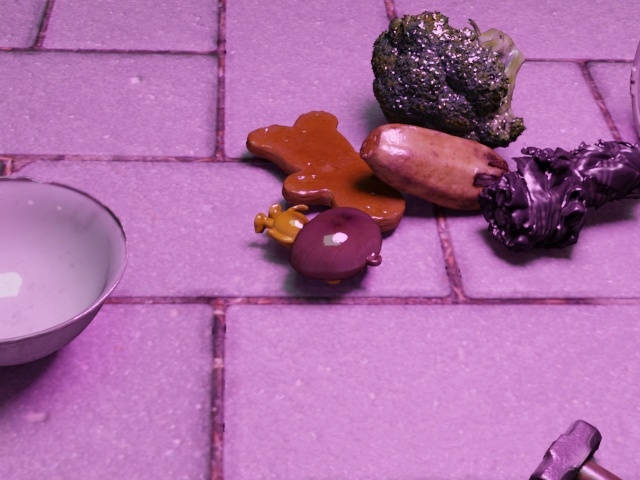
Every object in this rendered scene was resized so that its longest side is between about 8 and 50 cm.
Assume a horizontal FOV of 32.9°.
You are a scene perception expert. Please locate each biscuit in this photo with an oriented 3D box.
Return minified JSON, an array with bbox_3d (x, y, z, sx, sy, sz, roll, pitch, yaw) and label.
[{"bbox_3d":[0.017,-0.101,1.670,0.196,0.049,0.301,-21,45,-29],"label":"biscuit"}]

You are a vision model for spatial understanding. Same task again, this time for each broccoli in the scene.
[{"bbox_3d":[0.204,-0.255,1.721,0.241,0.261,0.269,-35,16,-13],"label":"broccoli"}]

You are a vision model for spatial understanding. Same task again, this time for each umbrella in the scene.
[{"bbox_3d":[0.397,-0.074,1.604,0.336,0.128,0.154,-9,78,-22],"label":"umbrella"}]

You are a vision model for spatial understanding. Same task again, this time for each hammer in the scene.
[{"bbox_3d":[0.408,0.329,1.189,0.365,0.043,0.111,30,46,26],"label":"hammer"}]

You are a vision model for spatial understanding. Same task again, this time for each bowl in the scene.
[{"bbox_3d":[-0.393,0.067,1.357,0.313,0.146,0.313,2,41,-2],"label":"bowl"}]

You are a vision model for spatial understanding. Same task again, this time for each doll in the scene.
[{"bbox_3d":[0.005,-0.004,1.524,0.145,0.096,0.188,-15,33,-30],"label":"doll"}]

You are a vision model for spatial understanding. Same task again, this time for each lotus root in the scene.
[{"bbox_3d":[0.175,-0.112,1.628,0.258,0.097,0.110,15,61,-24],"label":"lotus root"}]

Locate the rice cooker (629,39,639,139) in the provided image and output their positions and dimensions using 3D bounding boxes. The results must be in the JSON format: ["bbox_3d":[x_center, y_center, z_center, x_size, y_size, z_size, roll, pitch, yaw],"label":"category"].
[{"bbox_3d":[0.662,-0.249,1.723,0.277,0.288,0.288,-4,40,-6],"label":"rice cooker"}]
